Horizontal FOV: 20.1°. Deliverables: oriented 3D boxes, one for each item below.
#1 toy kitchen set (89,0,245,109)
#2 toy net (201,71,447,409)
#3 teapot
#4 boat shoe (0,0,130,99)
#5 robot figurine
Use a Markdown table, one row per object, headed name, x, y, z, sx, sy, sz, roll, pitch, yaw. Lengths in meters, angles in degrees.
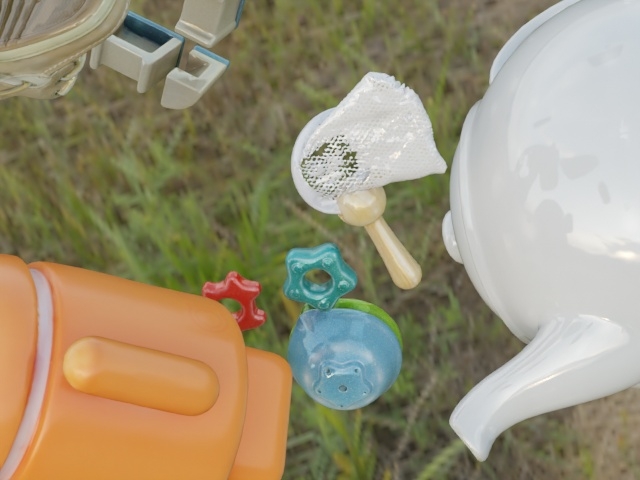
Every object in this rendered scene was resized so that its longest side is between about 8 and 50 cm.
| name | x | y | z | sx | sy | sz | roll | pitch | yaw |
| --- | --- | --- | --- | --- | --- | --- | --- | --- | --- |
| toy kitchen set | -0.172 | -0.255 | 1.805 | 0.207 | 0.166 | 0.122 | 27 | 43 | 9 |
| toy net | 0.000 | 0.000 | 1.000 | 0.122 | 0.232 | 0.045 | 10 | 32 | -2 |
| teapot | 0.160 | -0.027 | 1.060 | 0.187 | 0.252 | 0.256 | -13 | 1 | 28 |
| boat shoe | -0.233 | -0.166 | 1.449 | 0.302 | 0.098 | 0.109 | -9 | 58 | 49 |
| robot figurine | -0.124 | 0.079 | 0.911 | 0.219 | 0.128 | 0.158 | 14 | 19 | -27 |
